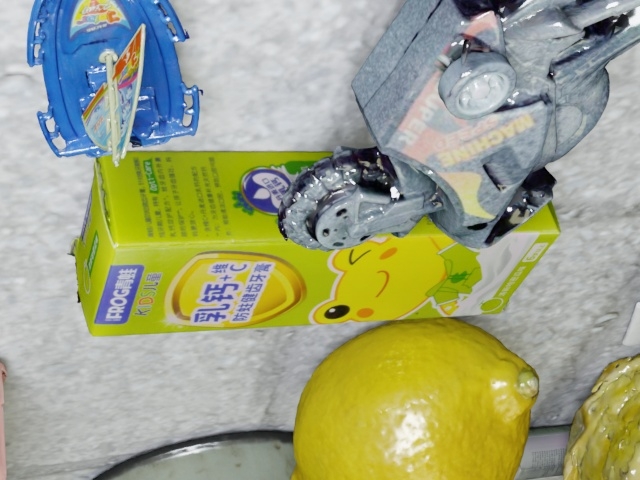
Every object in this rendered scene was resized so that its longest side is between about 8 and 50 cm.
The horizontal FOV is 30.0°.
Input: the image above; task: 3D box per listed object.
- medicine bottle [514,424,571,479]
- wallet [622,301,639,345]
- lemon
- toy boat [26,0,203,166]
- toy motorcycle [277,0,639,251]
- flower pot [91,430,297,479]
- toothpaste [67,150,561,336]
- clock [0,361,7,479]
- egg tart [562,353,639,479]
[{"bbox_3d":[0.297,0.236,1.358,0.199,0.058,0.058,-2,147,-21],"label":"medicine bottle"},{"bbox_3d":[0.318,0.077,1.155,0.044,0.011,0.083,-13,149,-4],"label":"wallet"},{"bbox_3d":[0.078,0.160,1.017,0.244,0.187,0.187,-34,145,21],"label":"lemon"},{"bbox_3d":[-0.105,-0.083,0.615,0.091,0.110,0.175,-11,147,-8],"label":"toy boat"},{"bbox_3d":[0.103,-0.092,0.686,0.173,0.108,0.307,9,134,-37],"label":"toy motorcycle"},{"bbox_3d":[-0.081,0.394,1.186,0.293,0.330,0.294,-13,149,-8],"label":"flower pot"},{"bbox_3d":[0.000,0.000,0.826,0.327,0.077,0.110,-2,147,-22],"label":"toothpaste"},{"bbox_3d":[-0.374,0.192,0.915,0.241,0.142,0.227,5,144,-24],"label":"clock"},{"bbox_3d":[0.400,0.252,1.170,0.345,0.345,0.132,-28,174,20],"label":"egg tart"}]
